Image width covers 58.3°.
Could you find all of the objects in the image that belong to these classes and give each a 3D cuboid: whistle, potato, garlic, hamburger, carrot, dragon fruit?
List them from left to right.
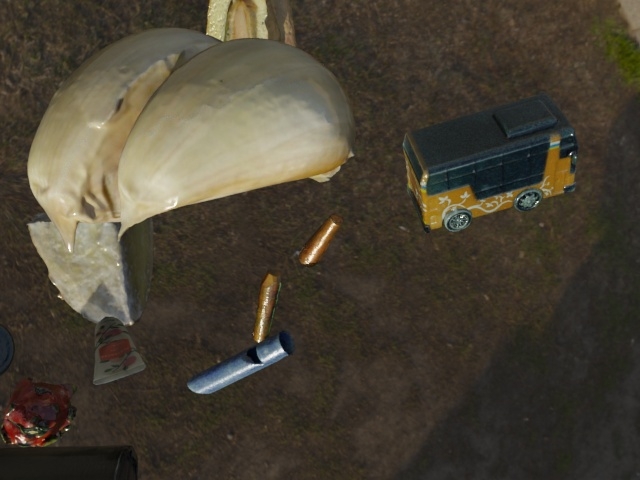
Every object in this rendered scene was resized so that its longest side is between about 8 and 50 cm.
[{"bbox_3d":[-0.784,0.505,1.651,0.198,0.200,0.269,-47,142,-6],"label":"dragon fruit"},{"bbox_3d":[-0.492,0.048,1.292,0.211,0.189,0.264,-6,101,5],"label":"potato"},{"bbox_3d":[-0.127,-0.112,0.613,0.313,0.286,0.249,-14,140,-43],"label":"garlic"},{"bbox_3d":[-0.192,0.300,1.364,0.062,0.304,0.062,43,31,-33],"label":"whistle"},{"bbox_3d":[-0.116,-0.375,0.971,0.155,0.135,0.208,-49,141,-54],"label":"hamburger"},{"bbox_3d":[-0.178,0.220,1.895,0.070,0.070,0.260,-1,116,-30],"label":"carrot"},{"bbox_3d":[0.000,0.000,1.356,0.055,0.055,0.161,7,134,-31],"label":"carrot"}]

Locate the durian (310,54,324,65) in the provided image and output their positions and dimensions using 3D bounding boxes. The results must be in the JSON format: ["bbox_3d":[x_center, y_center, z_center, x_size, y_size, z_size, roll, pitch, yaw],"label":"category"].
[{"bbox_3d":[-0.033,-0.500,1.851,0.158,0.137,0.168,33,73,-65],"label":"durian"}]

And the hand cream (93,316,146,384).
[{"bbox_3d":[-0.353,0.183,0.977,0.080,0.234,0.050,-17,108,-21],"label":"hand cream"}]

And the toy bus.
[{"bbox_3d":[0.293,-0.136,0.999,0.275,0.138,0.167,-15,136,3],"label":"toy bus"}]

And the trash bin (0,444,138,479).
[{"bbox_3d":[-0.430,0.403,0.836,0.301,0.252,0.203,-1,92,-4],"label":"trash bin"}]

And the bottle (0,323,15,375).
[{"bbox_3d":[-0.912,0.280,1.400,0.144,0.336,0.144,31,54,-56],"label":"bottle"}]
